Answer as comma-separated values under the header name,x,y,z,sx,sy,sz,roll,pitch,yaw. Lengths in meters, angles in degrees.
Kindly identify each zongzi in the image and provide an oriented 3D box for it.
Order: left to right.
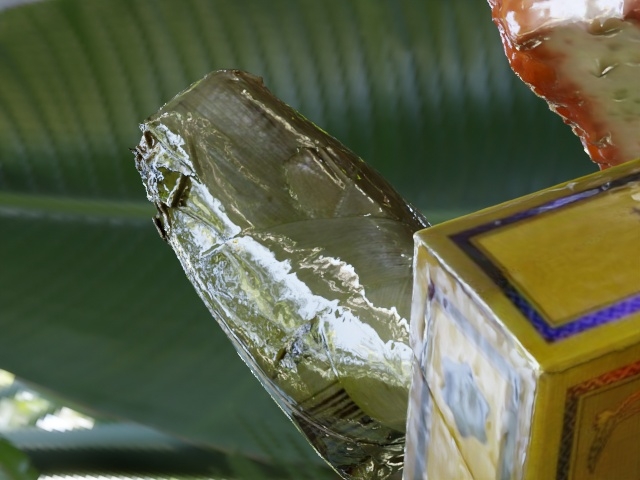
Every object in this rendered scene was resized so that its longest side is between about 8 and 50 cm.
name,x,y,z,sx,sy,sz,roll,pitch,yaw
zongzi,0.000,0.000,1.143,0.145,0.300,0.274,-38,-95,-10

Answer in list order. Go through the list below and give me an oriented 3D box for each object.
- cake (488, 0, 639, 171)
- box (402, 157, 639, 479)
name,x,y,z,sx,sy,sz,roll,pitch,yaw
cake,0.267,-0.179,1.050,0.269,0.320,0.270,44,-139,-52
box,0.126,0.107,0.729,0.193,0.084,0.301,-19,-47,-24
